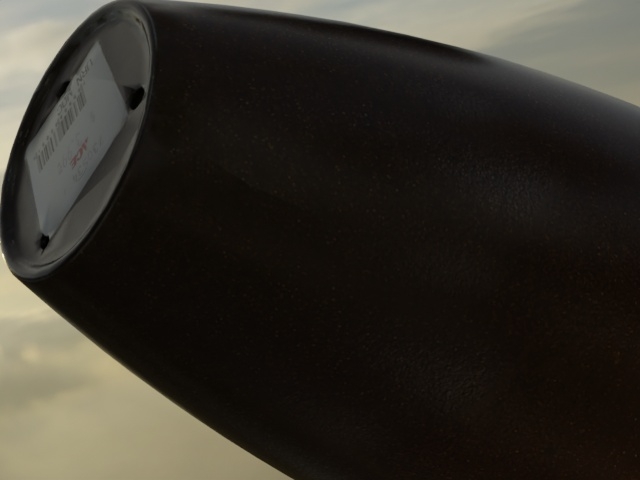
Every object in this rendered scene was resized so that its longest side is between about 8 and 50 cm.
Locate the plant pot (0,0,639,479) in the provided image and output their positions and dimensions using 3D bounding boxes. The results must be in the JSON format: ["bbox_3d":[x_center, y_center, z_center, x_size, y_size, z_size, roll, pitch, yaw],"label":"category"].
[{"bbox_3d":[0.000,0.000,0.530,0.230,0.215,0.215,22,-22,-33],"label":"plant pot"}]
